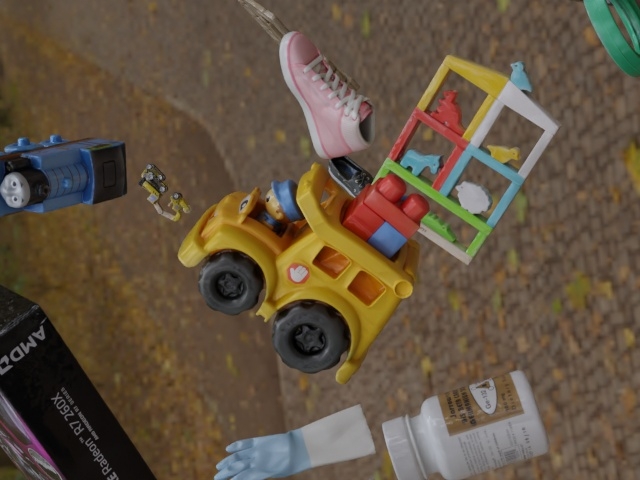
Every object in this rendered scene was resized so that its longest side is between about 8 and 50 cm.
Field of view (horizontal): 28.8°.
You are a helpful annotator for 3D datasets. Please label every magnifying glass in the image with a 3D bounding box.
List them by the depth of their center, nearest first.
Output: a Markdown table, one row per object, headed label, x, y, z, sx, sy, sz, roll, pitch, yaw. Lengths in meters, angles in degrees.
| label | x | y | z | sx | sy | sz | roll | pitch | yaw |
| --- | --- | --- | --- | --- | --- | --- | --- | --- | --- |
| magnifying glass | 0.249 | -0.250 | 1.131 | 0.026 | 0.092 | 0.231 | -28 | 65 | 33 |

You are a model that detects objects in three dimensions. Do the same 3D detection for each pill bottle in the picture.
| label | x | y | z | sx | sy | sz | roll | pitch | yaw |
| --- | --- | --- | --- | --- | --- | --- | --- | --- | --- |
| pill bottle | 0.216 | 0.287 | 1.870 | 0.131 | 0.229 | 0.131 | -18 | -90 | -86 |

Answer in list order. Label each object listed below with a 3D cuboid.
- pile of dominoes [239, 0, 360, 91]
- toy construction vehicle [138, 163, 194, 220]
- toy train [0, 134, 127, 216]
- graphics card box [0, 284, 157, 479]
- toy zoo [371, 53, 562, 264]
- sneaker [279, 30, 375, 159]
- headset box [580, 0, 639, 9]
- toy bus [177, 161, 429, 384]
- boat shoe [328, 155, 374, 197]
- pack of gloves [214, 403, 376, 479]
| label | x | y | z | sx | sy | sz | roll | pitch | yaw |
| --- | --- | --- | --- | --- | --- | --- | --- | --- | --- |
| pile of dominoes | -0.034 | -0.310 | 1.929 | 0.251 | 0.040 | 0.196 | 43 | -179 | -42 |
| toy construction vehicle | -0.236 | -0.069 | 1.853 | 0.098 | 0.035 | 0.086 | 46 | -174 | 0 |
| toy train | -0.297 | -0.070 | 1.355 | 0.105 | 0.184 | 0.080 | 7 | 105 | 32 |
| graphics card box | -0.315 | 0.207 | 1.435 | 0.233 | 0.094 | 0.371 | 19 | 142 | 49 |
| toy zoo | 0.215 | -0.134 | 1.808 | 0.293 | 0.192 | 0.030 | -60 | -12 | 23 |
| sneaker | 0.013 | -0.143 | 1.206 | 0.070 | 0.051 | 0.134 | -4 | 118 | 37 |
| headset box | 0.486 | -0.531 | 2.042 | 0.218 | 0.110 | 0.293 | -16 | -62 | -62 |
| toy bus | 0.000 | 0.000 | 1.252 | 0.211 | 0.220 | 0.149 | -51 | 7 | 24 |
| boat shoe | 0.062 | -0.097 | 2.054 | 0.142 | 0.049 | 0.040 | 39 | 160 | 32 |
| pack of gloves | -0.031 | 0.331 | 1.707 | 0.046 | 0.232 | 0.195 | 74 | 179 | -54 |
